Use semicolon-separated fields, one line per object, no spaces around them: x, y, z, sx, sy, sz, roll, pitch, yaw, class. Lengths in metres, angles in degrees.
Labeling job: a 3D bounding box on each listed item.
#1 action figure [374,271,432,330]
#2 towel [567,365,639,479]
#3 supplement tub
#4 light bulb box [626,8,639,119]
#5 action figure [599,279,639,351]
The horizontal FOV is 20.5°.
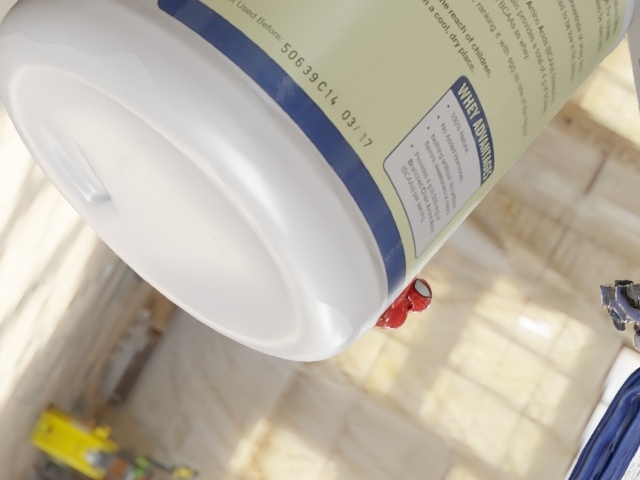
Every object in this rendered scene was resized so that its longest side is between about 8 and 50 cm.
0.000;0.000;1.481;0.091;0.280;0.139;27;-80;49;action figure
0.188;0.202;1.279;0.243;0.040;0.336;-60;165;-1;towel
0.020;-0.126;0.913;0.325;0.235;0.235;-48;172;-21;supplement tub
0.394;-0.243;1.196;0.361;0.225;0.358;-56;-165;31;light bulb box
0.435;0.115;1.924;0.341;0.178;0.330;-136;-144;-74;action figure
